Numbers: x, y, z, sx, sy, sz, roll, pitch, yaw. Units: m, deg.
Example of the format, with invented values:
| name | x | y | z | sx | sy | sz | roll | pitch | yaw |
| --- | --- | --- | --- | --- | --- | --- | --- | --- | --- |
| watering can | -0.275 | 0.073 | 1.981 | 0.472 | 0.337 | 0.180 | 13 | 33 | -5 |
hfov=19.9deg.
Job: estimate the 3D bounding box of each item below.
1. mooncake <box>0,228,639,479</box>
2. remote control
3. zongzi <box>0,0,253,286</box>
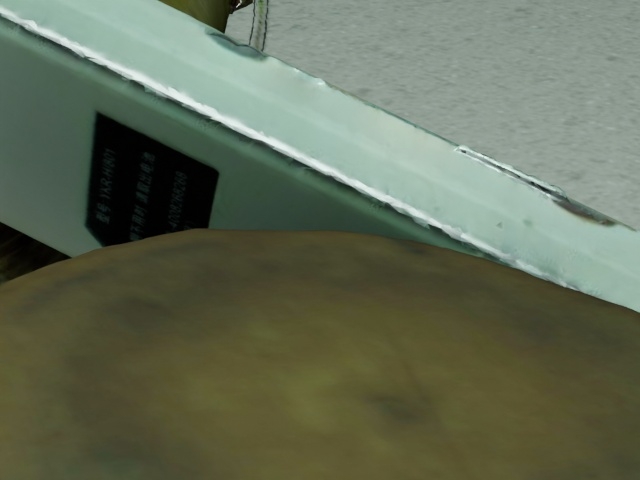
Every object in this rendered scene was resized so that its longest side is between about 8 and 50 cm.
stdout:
| name | x | y | z | sx | sy | sz | roll | pitch | yaw |
| --- | --- | --- | --- | --- | --- | --- | --- | --- | --- |
| mooncake | 0.008 | 0.121 | 0.531 | 0.290 | 0.161 | 0.290 | 4 | 25 | -2 |
| remote control | 0.000 | -0.001 | 0.702 | 0.344 | 0.145 | 0.050 | 26 | 58 | 5 |
| zongzi | -0.202 | -0.051 | 0.948 | 0.318 | 0.154 | 0.289 | -22 | 34 | 23 |
